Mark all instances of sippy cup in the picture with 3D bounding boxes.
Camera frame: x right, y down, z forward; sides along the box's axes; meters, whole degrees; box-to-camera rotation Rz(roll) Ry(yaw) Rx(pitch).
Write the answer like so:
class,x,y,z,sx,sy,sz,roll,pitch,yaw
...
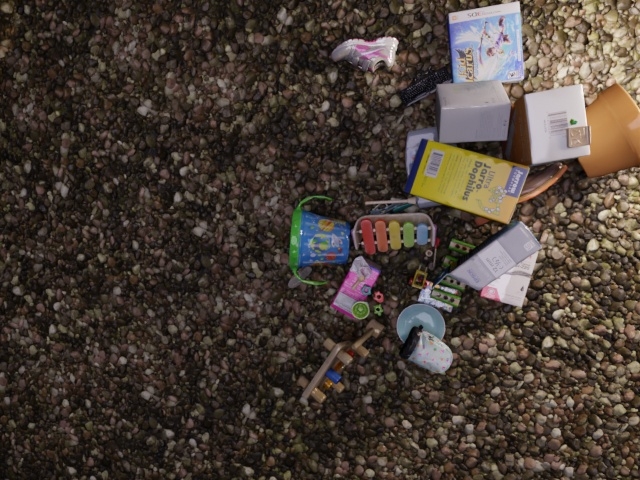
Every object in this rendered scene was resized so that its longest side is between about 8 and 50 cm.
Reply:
class,x,y,z,sx,sy,sz,roll,pitch,yaw
sippy cup,0.000,0.000,1.768,0.224,0.240,0.305,3,126,-1

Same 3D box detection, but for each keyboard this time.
class,x,y,z,sx,sy,sz,roll,pitch,yaw
keyboard,0.382,-0.587,1.708,0.192,0.038,0.100,-26,71,17

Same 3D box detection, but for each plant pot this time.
class,x,y,z,sx,sy,sz,roll,pitch,yaw
plant pot,0.954,-0.342,1.537,0.203,0.291,0.291,-30,90,29

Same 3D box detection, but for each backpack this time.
class,x,y,z,sx,sy,sz,roll,pitch,yaw
backpack,0.411,0.430,1.755,0.182,0.115,0.152,28,98,4

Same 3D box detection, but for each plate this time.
class,x,y,z,sx,sy,sz,roll,pitch,yaw
plate,0.397,0.341,1.818,0.188,0.024,0.188,1,95,11

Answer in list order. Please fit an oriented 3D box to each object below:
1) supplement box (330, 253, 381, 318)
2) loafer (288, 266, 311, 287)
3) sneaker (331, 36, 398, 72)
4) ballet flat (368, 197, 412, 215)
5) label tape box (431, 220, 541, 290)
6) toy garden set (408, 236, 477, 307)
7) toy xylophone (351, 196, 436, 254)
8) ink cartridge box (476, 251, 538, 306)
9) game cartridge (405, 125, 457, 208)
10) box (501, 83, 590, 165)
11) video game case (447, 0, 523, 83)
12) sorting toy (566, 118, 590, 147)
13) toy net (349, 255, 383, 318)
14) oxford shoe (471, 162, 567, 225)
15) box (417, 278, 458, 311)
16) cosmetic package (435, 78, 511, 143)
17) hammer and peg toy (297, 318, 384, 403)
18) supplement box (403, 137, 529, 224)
class,x,y,z,sx,sy,sz,roll,pitch,yaw
supplement box,0.141,0.179,1.805,0.114,0.111,0.220,30,101,5
loafer,-0.085,0.145,1.885,0.125,0.039,0.045,-43,120,14
sneaker,0.166,-0.687,1.720,0.252,0.103,0.111,-2,94,11
ballet flat,0.269,-0.131,1.778,0.188,0.070,0.070,-25,91,8
label tape box,0.554,0.079,1.562,0.347,0.249,0.115,-41,81,15
toy garden set,0.468,0.108,1.751,0.203,0.049,0.244,20,90,8
toy xylophone,0.269,-0.052,1.724,0.322,0.236,0.081,-8,49,17
ink cartridge box,0.693,0.119,1.708,0.158,0.092,0.218,14,96,9
game cartridge,0.424,-0.278,1.739,0.198,0.062,0.297,-9,94,7
box,0.725,-0.360,1.524,0.168,0.345,0.215,-9,94,10
video game case,0.595,-0.698,1.661,0.244,0.061,0.270,-5,95,12
sorting toy,0.753,-0.317,1.341,0.062,0.012,0.083,-5,98,14
toy net,0.171,0.176,1.719,0.122,0.045,0.232,-4,96,9
oxford shoe,0.703,-0.196,1.660,0.363,0.130,0.133,-31,84,12
box,0.458,0.213,1.792,0.137,0.027,0.094,18,98,8
cosmetic package,0.521,-0.452,1.600,0.224,0.224,0.138,-2,128,11
hammer and peg toy,0.079,0.444,1.769,0.127,0.266,0.361,38,102,24
supplement box,0.498,-0.199,1.577,0.356,0.194,0.195,20,99,20
